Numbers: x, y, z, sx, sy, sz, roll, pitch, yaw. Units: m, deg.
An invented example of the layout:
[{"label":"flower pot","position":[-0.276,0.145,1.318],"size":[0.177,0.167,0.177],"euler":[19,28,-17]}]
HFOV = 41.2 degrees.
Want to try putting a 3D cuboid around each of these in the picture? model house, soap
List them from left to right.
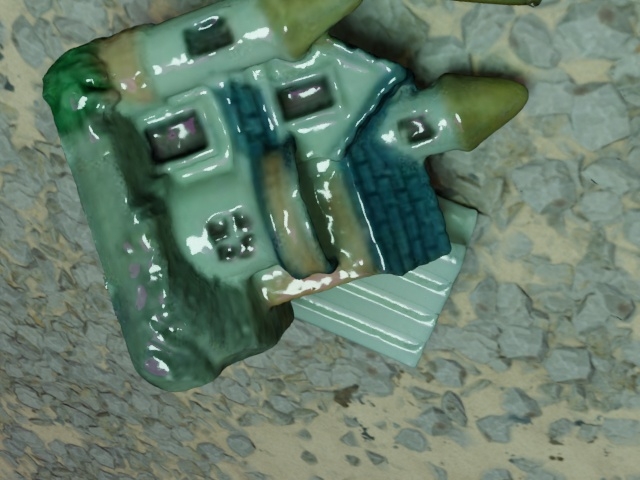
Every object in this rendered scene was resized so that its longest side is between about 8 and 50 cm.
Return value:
[{"label":"soap","position":[0.000,0.000,0.823],"size":[0.265,0.087,0.160],"euler":[21,132,7]},{"label":"model house","position":[0.002,-0.066,0.646],"size":[0.325,0.194,0.267],"euler":[-17,94,10]}]

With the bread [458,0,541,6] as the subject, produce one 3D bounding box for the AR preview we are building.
[{"label":"bread","position":[0.098,-0.203,0.606],"size":[0.139,0.084,0.074],"euler":[22,133,6]}]
